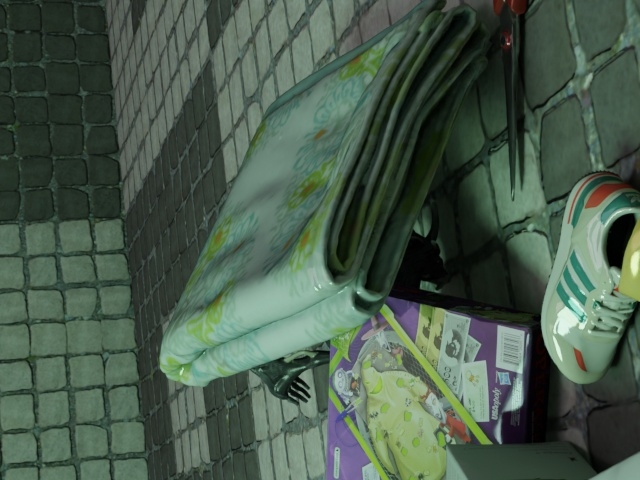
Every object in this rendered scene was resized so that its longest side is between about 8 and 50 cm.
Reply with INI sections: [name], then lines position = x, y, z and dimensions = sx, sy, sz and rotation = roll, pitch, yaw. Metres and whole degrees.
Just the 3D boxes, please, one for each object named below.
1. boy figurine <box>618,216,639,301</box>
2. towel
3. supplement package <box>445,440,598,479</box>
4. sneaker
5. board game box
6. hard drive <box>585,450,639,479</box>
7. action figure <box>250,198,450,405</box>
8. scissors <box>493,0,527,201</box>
[boy figurine]
position = 0.213, -0.098, 0.685
dimensions = 0.177, 0.092, 0.285
rotation = -22, -71, -69
[towel]
position = -0.011, -0.039, 1.099
dimensions = 0.374, 0.090, 0.320
rotation = -28, 32, 57
[supplement package]
position = 0.157, 0.223, 0.866
dimensions = 0.179, 0.105, 0.105
rotation = -121, 31, -81
[sneaker]
position = 0.202, 0.035, 0.839
dimensions = 0.075, 0.057, 0.161
rotation = -128, 42, -68
[board game box]
position = 0.096, 0.218, 1.044
dimensions = 0.208, 0.056, 0.347
rotation = 10, 105, 34
[hard drive]
position = 0.216, 0.197, 0.624
dimensions = 0.040, 0.210, 0.319
rotation = -59, 1, -30
[action figure]
position = 0.049, 0.057, 1.182
dimensions = 0.275, 0.141, 0.164
rotation = -34, 49, 38
[scissors]
position = 0.158, -0.189, 1.001
dimensions = 0.109, 0.021, 0.297
rotation = -141, 50, -62
